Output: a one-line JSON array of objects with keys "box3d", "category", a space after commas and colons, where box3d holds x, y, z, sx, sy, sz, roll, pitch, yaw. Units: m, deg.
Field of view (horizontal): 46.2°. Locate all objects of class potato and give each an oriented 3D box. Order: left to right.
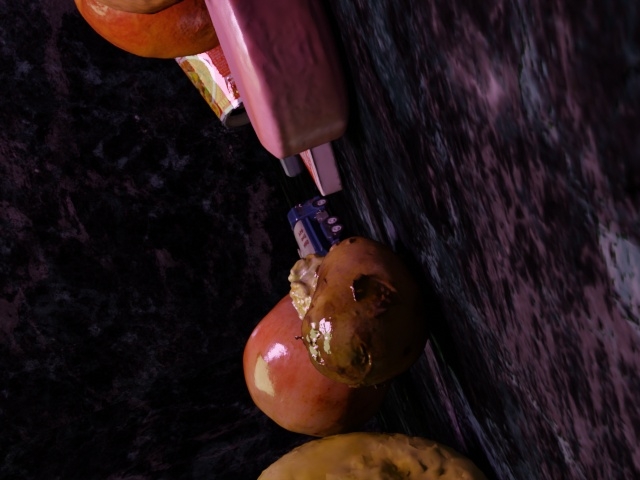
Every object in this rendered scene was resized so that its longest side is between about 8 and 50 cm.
[{"box3d": [0.048, 0.070, 0.760, 0.176, 0.137, 0.137, -80, -25, -53], "category": "potato"}]

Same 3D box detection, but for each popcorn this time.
[{"box3d": [0.025, 0.079, 1.048, 0.162, 0.142, 0.135, -52, 46, 39], "category": "popcorn"}]

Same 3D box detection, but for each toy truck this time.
[{"box3d": [0.000, 0.000, 1.314, 0.201, 0.088, 0.074, -116, 4, -58], "category": "toy truck"}]

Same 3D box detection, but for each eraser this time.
[{"box3d": [-0.034, -0.188, 1.071, 0.230, 0.038, 0.157, -116, 5, -48], "category": "eraser"}]

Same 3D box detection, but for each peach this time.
[{"box3d": [-0.215, -0.387, 1.038, 0.238, 0.281, 0.281, -64, -35, -45], "category": "peach"}]

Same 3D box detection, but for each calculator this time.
[{"box3d": [-0.089, -0.239, 1.568, 0.246, 0.045, 0.141, 72, 175, -52], "category": "calculator"}]

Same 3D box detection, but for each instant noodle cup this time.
[{"box3d": [-0.161, -0.311, 1.260, 0.212, 0.193, 0.193, 60, 176, 5], "category": "instant noodle cup"}]

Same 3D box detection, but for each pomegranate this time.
[{"box3d": [0.006, 0.181, 1.227, 0.229, 0.270, 0.252, 28, -166, 37], "category": "pomegranate"}]

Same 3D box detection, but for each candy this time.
[{"box3d": [-0.052, -0.207, 0.764, 0.255, 0.094, 0.255, 158, 90, -87], "category": "candy"}]

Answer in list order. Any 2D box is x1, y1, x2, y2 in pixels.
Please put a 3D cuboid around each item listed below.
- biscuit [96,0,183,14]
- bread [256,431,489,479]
[{"box3d": [-0.162, -0.313, 0.666, 0.274, 0.091, 0.213, 15, 94, 46], "category": "biscuit"}, {"box3d": [0.050, 0.382, 0.827, 0.307, 0.348, 0.348, 80, 168, -59], "category": "bread"}]
